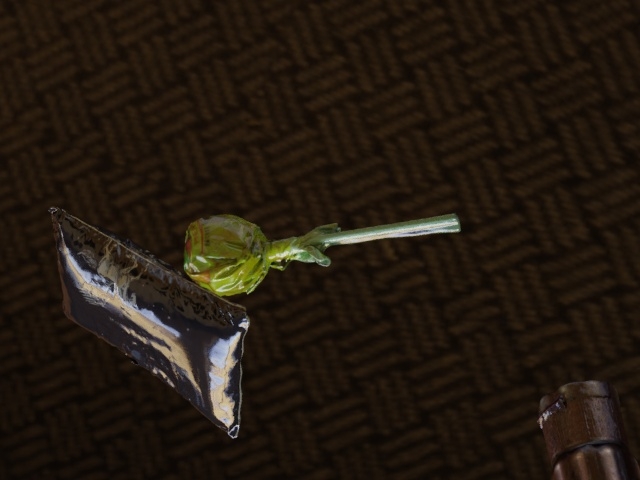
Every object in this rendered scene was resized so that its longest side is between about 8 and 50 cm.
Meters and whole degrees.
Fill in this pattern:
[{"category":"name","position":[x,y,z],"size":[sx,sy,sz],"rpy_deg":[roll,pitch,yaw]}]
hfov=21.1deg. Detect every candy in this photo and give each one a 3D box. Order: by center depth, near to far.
[{"category":"candy","position":[0.000,0.003,1.601],"size":[0.262,0.073,0.077],"rpy_deg":[-8,47,9]}]

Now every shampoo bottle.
[{"category":"shampoo bottle","position":[0.248,0.275,1.445],"size":[0.084,0.129,0.323],"rpy_deg":[-16,58,10]}]

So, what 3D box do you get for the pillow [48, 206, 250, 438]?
[{"category":"pillow","position":[-0.139,0.060,1.388],"size":[0.208,0.055,0.141],"rpy_deg":[31,138,26]}]
